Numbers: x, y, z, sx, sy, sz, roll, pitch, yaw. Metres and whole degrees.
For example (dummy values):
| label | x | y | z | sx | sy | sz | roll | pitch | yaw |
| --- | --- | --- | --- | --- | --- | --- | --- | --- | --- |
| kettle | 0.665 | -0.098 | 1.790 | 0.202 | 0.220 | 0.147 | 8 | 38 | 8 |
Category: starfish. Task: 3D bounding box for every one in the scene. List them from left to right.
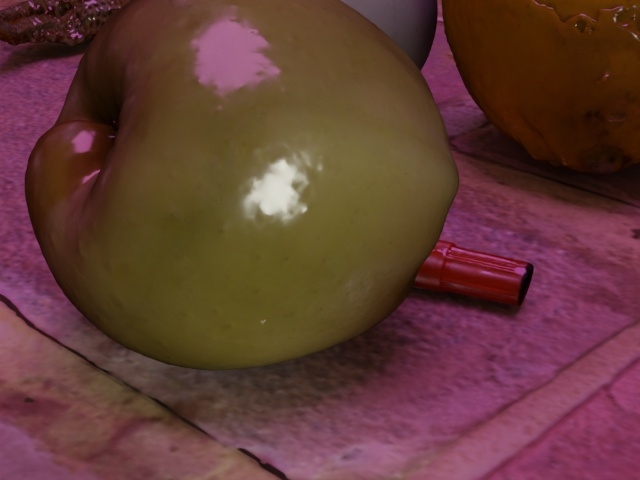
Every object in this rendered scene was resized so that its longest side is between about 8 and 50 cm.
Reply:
| label | x | y | z | sx | sy | sz | roll | pitch | yaw |
| --- | --- | --- | --- | --- | --- | --- | --- | --- | --- |
| starfish | -0.140 | -0.223 | 1.046 | 0.357 | 0.078 | 0.347 | -2 | 26 | -6 |

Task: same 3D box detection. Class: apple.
| label | x | y | z | sx | sy | sz | roll | pitch | yaw |
| --- | --- | --- | --- | --- | --- | --- | --- | --- | --- |
| apple | -0.036 | -0.033 | 0.558 | 0.200 | 0.200 | 0.200 | 1 | 26 | 0 |

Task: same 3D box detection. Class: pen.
| label | x | y | z | sx | sy | sz | roll | pitch | yaw |
| --- | --- | --- | --- | --- | --- | --- | --- | --- | --- |
| pen | 0.000 | 0.000 | 0.662 | 0.239 | 0.028 | 0.028 | 12 | 29 | 23 |

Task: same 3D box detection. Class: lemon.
| label | x | y | z | sx | sy | sz | roll | pitch | yaw |
| --- | --- | --- | --- | --- | --- | --- | --- | --- | --- |
| lemon | 0.178 | -0.158 | 0.782 | 0.204 | 0.204 | 0.260 | 2 | 62 | 2 |

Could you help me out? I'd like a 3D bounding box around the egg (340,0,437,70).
| label | x | y | z | sx | sy | sz | roll | pitch | yaw |
| --- | --- | --- | --- | --- | --- | --- | --- | --- | --- |
| egg | 0.006 | -0.157 | 0.839 | 0.149 | 0.149 | 0.192 | 9 | 30 | 15 |
